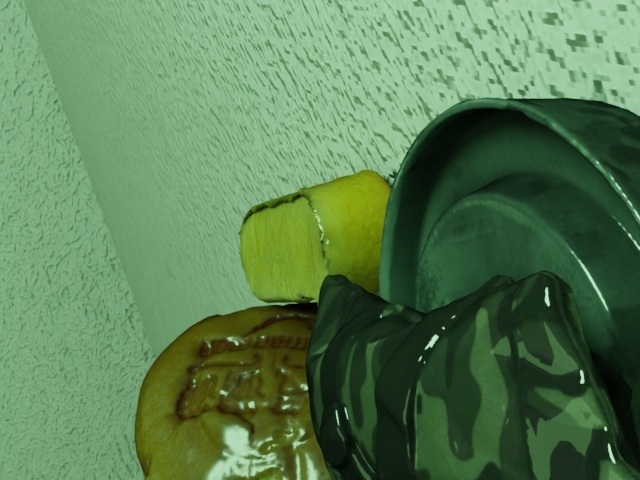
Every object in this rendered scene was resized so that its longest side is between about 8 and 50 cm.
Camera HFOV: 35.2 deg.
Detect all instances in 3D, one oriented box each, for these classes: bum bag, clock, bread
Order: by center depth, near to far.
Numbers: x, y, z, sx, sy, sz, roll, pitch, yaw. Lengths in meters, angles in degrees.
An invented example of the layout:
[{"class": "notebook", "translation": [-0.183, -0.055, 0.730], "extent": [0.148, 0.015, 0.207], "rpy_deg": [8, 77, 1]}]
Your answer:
[{"class": "bum bag", "translation": [0.056, 0.087, 0.504], "extent": [0.340, 0.095, 0.144], "rpy_deg": [175, 84, -72]}, {"class": "clock", "translation": [0.123, 0.074, 0.535], "extent": [0.312, 0.061, 0.312], "rpy_deg": [170, 90, -69]}, {"class": "bread", "translation": [0.000, 0.000, 0.853], "extent": [0.245, 0.094, 0.102], "rpy_deg": [167, 89, -71]}, {"class": "bread", "translation": [-0.029, 0.166, 0.863], "extent": [0.270, 0.270, 0.148], "rpy_deg": [49, 163, 43]}]
